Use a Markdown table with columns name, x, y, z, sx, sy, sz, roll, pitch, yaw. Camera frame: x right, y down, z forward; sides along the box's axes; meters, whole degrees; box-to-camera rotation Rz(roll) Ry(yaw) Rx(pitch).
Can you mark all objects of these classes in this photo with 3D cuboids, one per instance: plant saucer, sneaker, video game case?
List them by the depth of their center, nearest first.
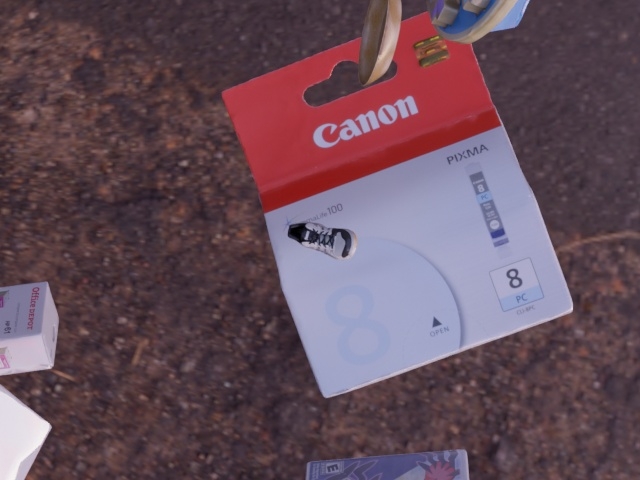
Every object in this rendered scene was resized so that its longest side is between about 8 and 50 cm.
| name | x | y | z | sx | sy | sz | roll | pitch | yaw |
| --- | --- | --- | --- | --- | --- | --- | --- | --- | --- |
| plant saucer | 0.046 | -0.157 | 0.957 | 0.015 | 0.083 | 0.083 | 10 | 88 | -10 |
| sneaker | 0.000 | 0.000 | 1.210 | 0.037 | 0.083 | 0.032 | 8 | 92 | -38 |
| video game case | 0.071 | 0.307 | 1.356 | 0.183 | 0.201 | 0.023 | -6 | 124 | 7 |

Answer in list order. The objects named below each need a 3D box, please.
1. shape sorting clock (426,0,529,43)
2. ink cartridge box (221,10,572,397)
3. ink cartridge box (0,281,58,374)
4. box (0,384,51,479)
| name | x | y | z | sx | sy | sz | roll | pitch | yaw |
| --- | --- | --- | --- | --- | --- | --- | --- | --- | --- |
| shape sorting clock | 0.088 | -0.192 | 0.583 | 0.040 | 0.206 | 0.206 | 10 | 88 | -10 |
| ink cartridge box | 0.084 | -0.047 | 1.474 | 0.308 | 0.091 | 0.385 | -20 | 94 | 7 |
| ink cartridge box | -0.334 | 0.093 | 1.289 | 0.122 | 0.088 | 0.052 | -7 | 127 | -3 |
| box | -0.452 | 0.196 | 1.133 | 0.168 | 0.345 | 0.215 | 51 | 54 | -43 |
